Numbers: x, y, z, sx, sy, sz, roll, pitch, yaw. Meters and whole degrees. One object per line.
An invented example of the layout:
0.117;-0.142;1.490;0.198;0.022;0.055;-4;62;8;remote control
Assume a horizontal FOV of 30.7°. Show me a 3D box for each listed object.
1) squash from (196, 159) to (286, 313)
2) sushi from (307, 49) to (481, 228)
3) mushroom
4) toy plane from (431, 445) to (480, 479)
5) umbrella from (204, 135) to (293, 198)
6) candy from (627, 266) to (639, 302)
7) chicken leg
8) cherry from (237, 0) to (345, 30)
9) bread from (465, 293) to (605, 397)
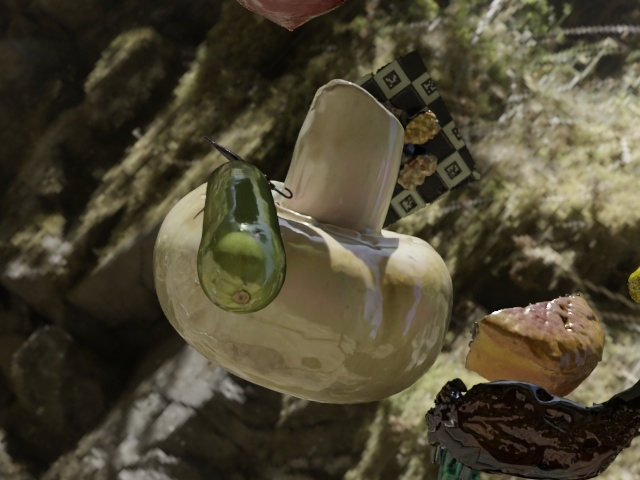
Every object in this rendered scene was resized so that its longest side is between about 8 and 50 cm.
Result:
-0.077;-0.012;1.091;0.083;0.083;0.250;50;12;-23;squash
0.106;-0.132;1.612;0.210;0.192;0.040;63;-5;-15;sushi
-0.001;0.033;1.370;0.325;0.353;0.353;50;-21;-26;mushroom
0.152;0.275;1.294;0.060;0.096;0.235;10;-55;0;toy plane
-0.082;-0.080;1.312;0.122;0.013;0.022;34;-35;8;umbrella
0.565;0.045;1.779;0.094;0.198;0.106;41;29;-82;candy
0.213;0.150;0.989;0.051;0.253;0.106;14;62;-73;chicken leg
-0.027;-0.352;1.260;0.239;0.239;0.206;47;-14;-16;cherry
0.360;0.177;1.839;0.134;0.260;0.129;51;-48;40;bread
